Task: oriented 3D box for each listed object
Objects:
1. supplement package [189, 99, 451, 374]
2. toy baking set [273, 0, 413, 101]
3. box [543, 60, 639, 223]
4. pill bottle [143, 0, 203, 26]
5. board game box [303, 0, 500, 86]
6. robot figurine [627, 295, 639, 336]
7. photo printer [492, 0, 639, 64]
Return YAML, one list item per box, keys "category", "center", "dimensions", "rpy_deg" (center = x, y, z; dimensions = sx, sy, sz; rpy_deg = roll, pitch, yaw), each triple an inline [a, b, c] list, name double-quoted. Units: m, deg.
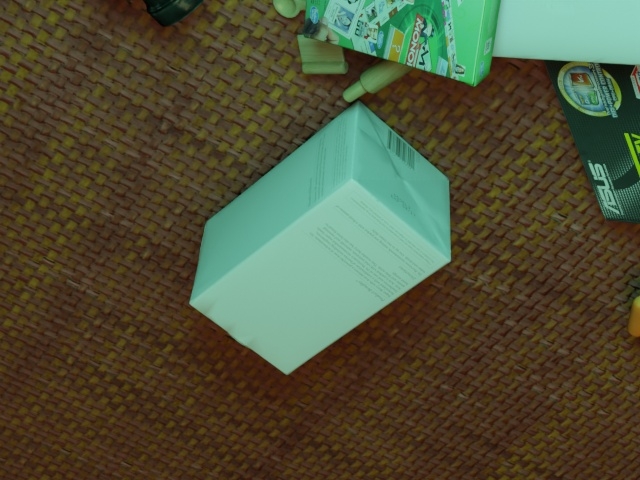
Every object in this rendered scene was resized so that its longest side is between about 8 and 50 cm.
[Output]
- category: "supplement package"
  center: [0.000, 0.000, 1.676]
  dimensions: [0.293, 0.175, 0.177]
  rpy_deg: [-36, 119, 28]
- category: "toy baking set"
  center: [0.045, -0.267, 1.500]
  dimensions: [0.256, 0.030, 0.196]
  rpy_deg: [-23, 110, 42]
- category: "box"
  center: [0.402, -0.130, 1.546]
  dimensions: [0.216, 0.060, 0.270]
  rpy_deg: [8, 137, 41]
- category: "pill bottle"
  center: [-0.216, -0.346, 1.457]
  dimensions: [0.123, 0.122, 0.219]
  rpy_deg: [-30, 120, 26]
- category: "board game box"
  center: [0.093, -0.338, 1.369]
  dimensions: [0.214, 0.046, 0.317]
  rpy_deg: [20, 124, 22]
- category: "robot figurine"
  center: [0.501, 0.113, 1.751]
  dimensions: [0.158, 0.128, 0.219]
  rpy_deg: [33, 135, 29]
- category: "photo printer"
  center: [0.252, -0.313, 1.392]
  dimensions: [0.308, 0.107, 0.256]
  rpy_deg: [9, 129, 32]
